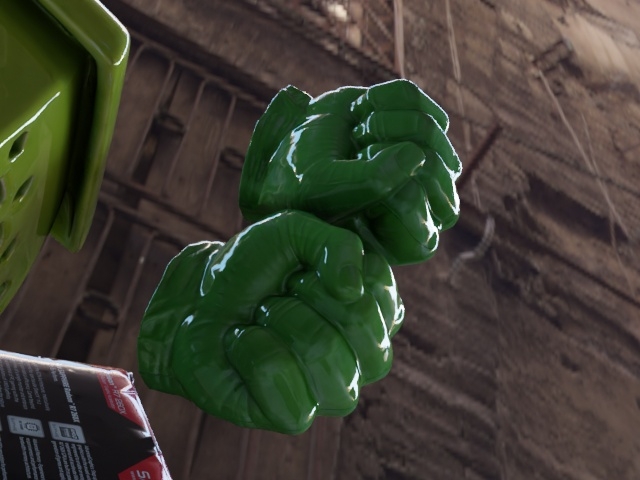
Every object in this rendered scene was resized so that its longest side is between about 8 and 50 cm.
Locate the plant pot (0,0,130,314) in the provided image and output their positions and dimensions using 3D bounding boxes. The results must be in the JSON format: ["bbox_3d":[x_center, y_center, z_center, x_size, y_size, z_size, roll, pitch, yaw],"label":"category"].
[{"bbox_3d":[-0.234,-0.066,0.727,0.227,0.207,0.228,43,-33,11],"label":"plant pot"}]

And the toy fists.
[{"bbox_3d":[0.000,0.000,0.879,0.142,0.279,0.096,13,-40,19],"label":"toy fists"}]

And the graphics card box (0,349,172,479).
[{"bbox_3d":[-0.284,0.142,0.863,0.370,0.233,0.094,13,-71,-25],"label":"graphics card box"}]
